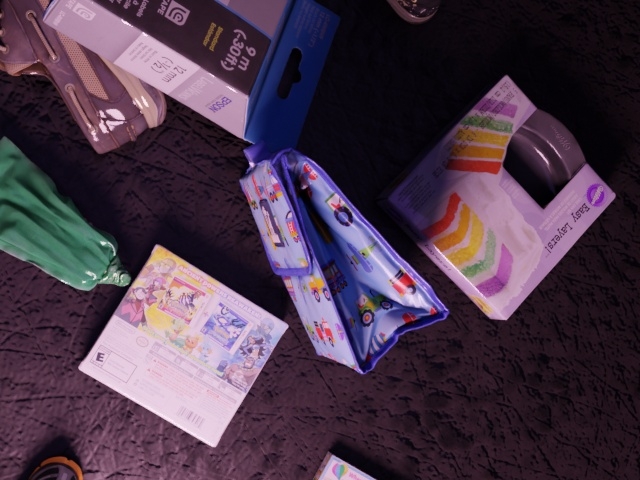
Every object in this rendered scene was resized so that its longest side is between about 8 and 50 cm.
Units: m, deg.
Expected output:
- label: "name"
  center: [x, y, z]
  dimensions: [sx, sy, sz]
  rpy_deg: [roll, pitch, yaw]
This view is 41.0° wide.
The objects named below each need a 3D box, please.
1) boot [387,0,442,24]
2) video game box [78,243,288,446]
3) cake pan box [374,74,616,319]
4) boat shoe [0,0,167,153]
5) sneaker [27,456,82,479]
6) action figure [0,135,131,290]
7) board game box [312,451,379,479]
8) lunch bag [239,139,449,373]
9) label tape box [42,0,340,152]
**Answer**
- label: "boot"
  center: [0.097, -0.406, 1.131]
  dimensions: [0.085, 0.178, 0.236]
  rpy_deg: [-44, 98, -11]
- label: "video game box"
  center: [-0.177, 0.136, 1.116]
  dimensions: [0.205, 0.048, 0.187]
  rpy_deg: [33, 83, -10]
- label: "cake pan box"
  center: [0.253, -0.063, 1.211]
  dimensions: [0.267, 0.070, 0.245]
  rpy_deg: [-45, 99, -11]
- label: "boat shoe"
  center: [-0.345, -0.257, 1.052]
  dimensions: [0.130, 0.132, 0.355]
  rpy_deg: [-43, 96, -11]
- label: "sneaker"
  center: [-0.371, 0.368, 1.046]
  dimensions: [0.084, 0.083, 0.214]
  rpy_deg: [30, 83, -12]
- label: "action figure"
  center: [-0.340, -0.009, 1.077]
  dimensions: [0.232, 0.063, 0.137]
  rpy_deg: [35, 79, -5]
- label: "board game box"
  center: [0.052, 0.372, 1.168]
  dimensions: [0.154, 0.026, 0.103]
  rpy_deg: [32, 81, -9]
- label: "lunch bag"
  center: [0.000, 0.000, 1.071]
  dimensions: [0.138, 0.221, 0.293]
  rpy_deg: [-33, 95, -12]
- label: "label tape box"
  center: [-0.120, -0.290, 1.047]
  dimensions: [0.348, 0.115, 0.249]
  rpy_deg: [28, 66, -23]
